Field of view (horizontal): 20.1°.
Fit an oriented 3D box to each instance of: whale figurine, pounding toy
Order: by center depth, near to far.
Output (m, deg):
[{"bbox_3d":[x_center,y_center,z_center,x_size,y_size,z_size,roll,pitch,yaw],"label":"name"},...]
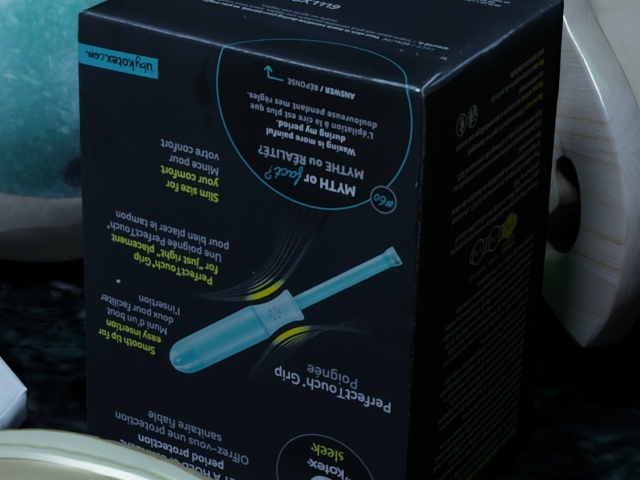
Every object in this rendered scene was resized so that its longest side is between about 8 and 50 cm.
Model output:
[{"bbox_3d":[0.130,-0.048,0.683,0.154,0.154,0.269,-10,1,-23],"label":"pounding toy"},{"bbox_3d":[-0.080,-0.093,0.772,0.272,0.141,0.216,-10,41,-31],"label":"whale figurine"}]

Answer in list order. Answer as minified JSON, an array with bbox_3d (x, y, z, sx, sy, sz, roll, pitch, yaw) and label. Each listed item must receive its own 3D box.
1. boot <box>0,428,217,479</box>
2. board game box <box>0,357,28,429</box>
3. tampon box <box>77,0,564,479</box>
[{"bbox_3d":[-0.059,0.124,0.420,0.213,0.077,0.165,8,29,14],"label":"boot"},{"bbox_3d":[-0.350,0.038,0.615,0.390,0.050,0.390,-14,30,-28],"label":"board game box"},{"bbox_3d":[0.000,0.000,0.574,0.120,0.161,0.101,16,29,26],"label":"tampon box"}]
